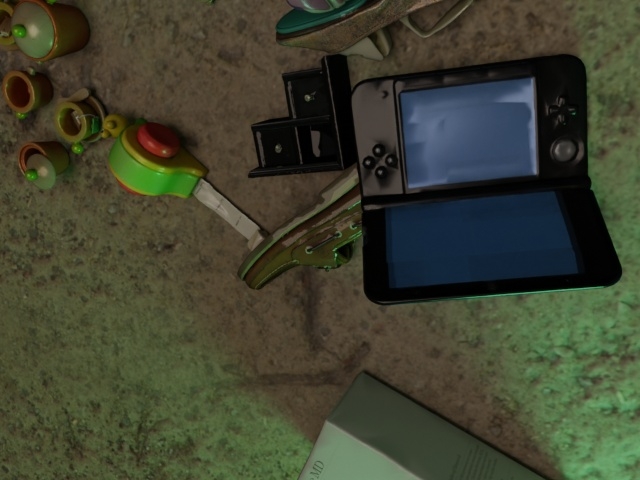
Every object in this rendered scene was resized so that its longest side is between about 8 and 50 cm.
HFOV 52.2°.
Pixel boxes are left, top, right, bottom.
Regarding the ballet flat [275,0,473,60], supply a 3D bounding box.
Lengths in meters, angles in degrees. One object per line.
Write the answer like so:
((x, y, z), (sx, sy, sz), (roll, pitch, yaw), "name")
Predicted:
((0.089, -0.293, 0.835), (0.316, 0.107, 0.106), (-17, 128, 30), "ballet flat")

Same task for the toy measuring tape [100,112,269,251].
((-0.232, -0.087, 1.041), (0.330, 0.121, 0.121), (42, 119, 5), "toy measuring tape")

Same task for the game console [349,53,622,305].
((0.187, -0.078, 0.781), (0.293, 0.173, 0.250), (-6, 106, 7), "game console")

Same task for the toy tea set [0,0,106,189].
((-0.475, -0.247, 1.086), (0.200, 0.124, 0.335), (1, 108, 24), "toy tea set")

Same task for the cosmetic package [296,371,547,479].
((0.163, 0.405, 1.015), (0.385, 0.156, 0.217), (26, 119, 13), "cosmetic package")

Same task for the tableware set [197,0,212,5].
((-0.200, -0.434, 0.956), (0.169, 0.020, 0.141), (27, 115, 15), "tableware set")

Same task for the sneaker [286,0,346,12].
((0.005, -0.374, 0.801), (0.105, 0.236, 0.095), (11, 156, 35), "sneaker")

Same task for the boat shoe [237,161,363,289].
((0.000, 0.000, 0.969), (0.307, 0.111, 0.104), (-40, 88, 30), "boat shoe")

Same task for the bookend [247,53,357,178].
((-0.034, -0.178, 0.943), (0.156, 0.072, 0.157), (-1, 107, 25), "bookend")
